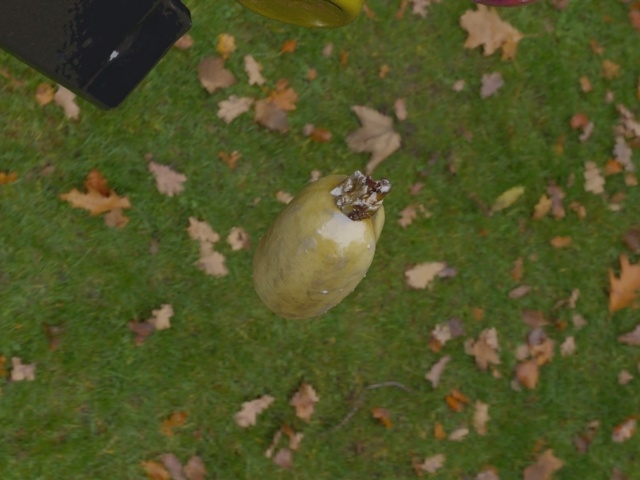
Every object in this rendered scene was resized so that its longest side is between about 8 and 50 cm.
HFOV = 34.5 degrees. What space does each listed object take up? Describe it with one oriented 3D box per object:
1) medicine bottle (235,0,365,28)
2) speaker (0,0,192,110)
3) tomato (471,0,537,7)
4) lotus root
[{"bbox_3d":[-0.006,-0.556,1.659,0.224,0.224,0.384,15,83,-26],"label":"medicine bottle"},{"bbox_3d":[-0.310,-0.301,1.214,0.184,0.388,0.180,44,93,19],"label":"speaker"},{"bbox_3d":[0.314,-0.518,1.696,0.289,0.176,0.335,21,83,-5],"label":"tomato"},{"bbox_3d":[0.000,0.000,1.482,0.151,0.343,0.169,23,57,-10],"label":"lotus root"}]
